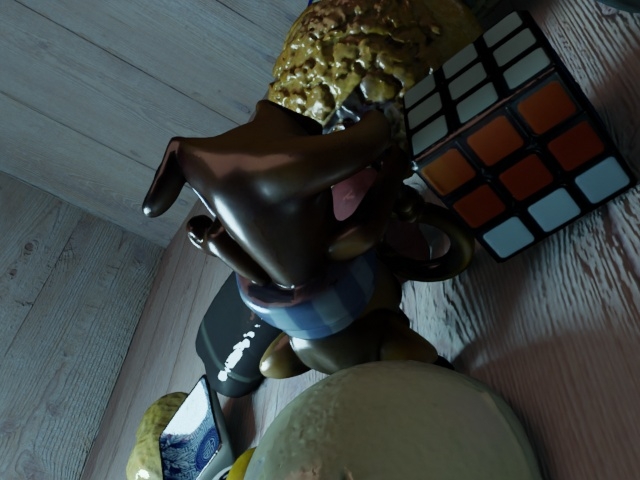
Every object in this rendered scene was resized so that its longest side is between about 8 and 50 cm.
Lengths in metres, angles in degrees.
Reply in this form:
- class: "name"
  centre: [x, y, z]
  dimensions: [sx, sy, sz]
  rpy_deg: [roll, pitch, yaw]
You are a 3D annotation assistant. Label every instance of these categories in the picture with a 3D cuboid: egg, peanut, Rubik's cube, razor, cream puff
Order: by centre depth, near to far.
- class: "egg"
  centre: [0.026, 0.243, 0.586]
  dimensions: [0.337, 0.201, 0.336]
  rpy_deg: [-43, 31, 35]
- class: "Rubik's cube"
  centre: [0.195, -0.107, 0.651]
  dimensions: [0.163, 0.160, 0.162]
  rpy_deg: [-35, 28, 24]
- class: "cream puff"
  centre: [0.086, -0.225, 0.987]
  dimensions: [0.343, 0.327, 0.231]
  rpy_deg: [-5, 47, 23]
- class: "razor"
  centre: [-0.125, 0.132, 1.261]
  dimensions: [0.348, 0.114, 0.204]
  rpy_deg: [-57, 43, 16]
- class: "peanut"
  centre: [-0.349, 0.457, 1.438]
  dimensions: [0.149, 0.149, 0.313]
  rpy_deg: [-58, 14, 15]

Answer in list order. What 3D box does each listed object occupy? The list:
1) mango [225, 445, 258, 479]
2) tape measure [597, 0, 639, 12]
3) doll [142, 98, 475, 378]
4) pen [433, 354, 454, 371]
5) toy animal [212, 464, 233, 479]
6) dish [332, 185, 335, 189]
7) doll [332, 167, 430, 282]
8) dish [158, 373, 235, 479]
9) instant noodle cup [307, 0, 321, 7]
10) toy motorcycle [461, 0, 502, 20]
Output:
- class: "mango"
  centre: [-0.051, 0.357, 0.750]
  dimensions: [0.099, 0.136, 0.227]
  rpy_deg: [-33, 55, 29]
- class: "tape measure"
  centre: [0.362, -0.361, 0.642]
  dimensions: [0.256, 0.147, 0.275]
  rpy_deg: [-55, 23, 28]
- class: "doll"
  centre: [0.000, -0.003, 0.721]
  dimensions: [0.318, 0.339, 0.209]
  rpy_deg: [-21, 26, 13]
- class: "pen"
  centre: [0.068, 0.238, 0.770]
  dimensions: [0.269, 0.033, 0.033]
  rpy_deg: [-55, 19, 24]
- class: "toy animal"
  centre: [-0.121, 0.403, 0.879]
  dimensions: [0.166, 0.138, 0.179]
  rpy_deg: [-47, 25, 24]
- class: "dish"
  centre: [-0.069, -0.093, 1.460]
  dimensions: [0.274, 0.134, 0.273]
  rpy_deg: [-14, 60, 25]
- class: "doll"
  centre: [0.053, 0.016, 0.940]
  dimensions: [0.152, 0.196, 0.255]
  rpy_deg: [-24, -27, -54]
- class: "dish"
  centre: [-0.231, 0.404, 1.246]
  dimensions: [0.181, 0.080, 0.243]
  rpy_deg: [-54, 27, 7]
- class: "instant noodle cup"
  centre: [0.070, -0.470, 1.449]
  dimensions: [0.312, 0.284, 0.284]
  rpy_deg: [-68, 17, 6]
- class: "toy motorcycle"
  centre: [0.236, -0.438, 1.026]
  dimensions: [0.237, 0.169, 0.410]
  rpy_deg: [-49, 11, -22]
